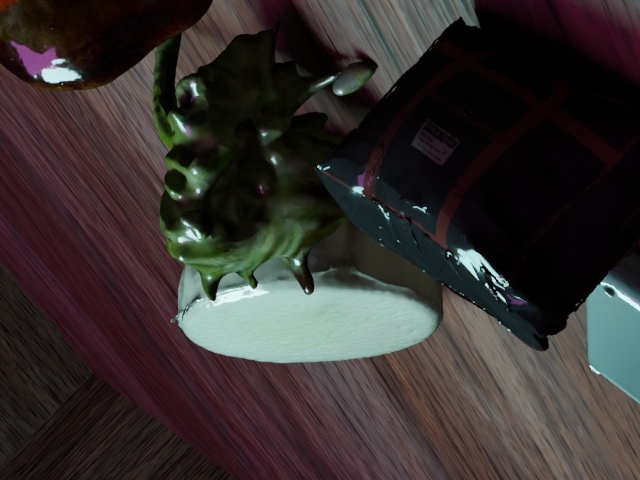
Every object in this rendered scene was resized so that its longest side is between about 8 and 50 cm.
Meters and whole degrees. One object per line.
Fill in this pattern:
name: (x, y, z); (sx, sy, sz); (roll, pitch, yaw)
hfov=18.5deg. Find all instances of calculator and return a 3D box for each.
calculator: (0.278, 0.089, 1.613); (0.141, 0.045, 0.246); (38, 164, 23)

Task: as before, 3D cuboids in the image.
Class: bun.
bun: (-0.012, 0.008, 1.922); (0.263, 0.175, 0.263); (0, 161, 0)

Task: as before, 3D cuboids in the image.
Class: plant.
plant: (-0.075, -0.079, 1.815); (0.180, 0.251, 0.333); (15, -175, -13)

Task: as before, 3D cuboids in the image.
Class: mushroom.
mushroom: (-0.171, -0.212, 1.746); (0.217, 0.227, 0.148); (7, -120, -78)

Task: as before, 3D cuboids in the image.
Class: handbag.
handbag: (0.128, -0.047, 1.390); (0.215, 0.169, 0.155); (35, 167, 39)

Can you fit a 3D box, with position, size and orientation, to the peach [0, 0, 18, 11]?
peach: (-0.330, -0.343, 1.525); (0.373, 0.290, 0.372); (41, 149, 31)
